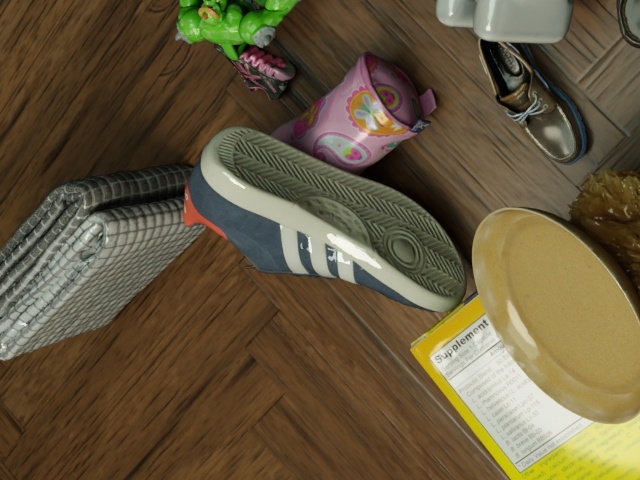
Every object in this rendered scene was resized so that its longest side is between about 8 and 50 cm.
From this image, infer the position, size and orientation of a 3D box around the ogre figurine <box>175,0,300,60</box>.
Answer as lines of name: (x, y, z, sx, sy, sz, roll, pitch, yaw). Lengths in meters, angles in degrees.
ogre figurine: (-0.101, -0.291, 1.574, 0.197, 0.097, 0.118, 15, 71, 13)

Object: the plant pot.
plant pot: (0.237, 0.067, 1.238, 0.236, 0.032, 0.236, 43, 150, 31)

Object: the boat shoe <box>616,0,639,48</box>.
boat shoe: (0.451, -0.272, 1.259, 0.355, 0.130, 0.132, -16, 94, 31)

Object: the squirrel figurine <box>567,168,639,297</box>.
squirrel figurine: (0.426, 0.016, 1.207, 0.397, 0.370, 0.281, -19, 93, 32)

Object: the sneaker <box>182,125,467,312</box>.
sneaker: (0.000, 0.000, 1.499, 0.350, 0.131, 0.148, 30, 135, -12)

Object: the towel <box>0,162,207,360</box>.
towel: (-0.303, 0.017, 1.695, 0.284, 0.235, 0.121, -43, 77, 29)

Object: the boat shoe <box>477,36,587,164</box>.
boat shoe: (0.229, -0.160, 1.449, 0.066, 0.066, 0.183, -39, 83, 31)

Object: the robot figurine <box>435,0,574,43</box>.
robot figurine: (0.214, -0.385, 1.322, 0.300, 0.200, 0.353, 34, 121, 50)

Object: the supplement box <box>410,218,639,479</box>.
supplement box: (0.307, 0.177, 1.419, 0.194, 0.195, 0.356, -42, 82, 30)

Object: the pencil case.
pencil case: (0.005, -0.107, 1.562, 0.284, 0.124, 0.124, -38, 83, 30)

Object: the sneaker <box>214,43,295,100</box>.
sneaker: (-0.089, -0.217, 1.629, 0.119, 0.047, 0.057, 33, 128, 19)
